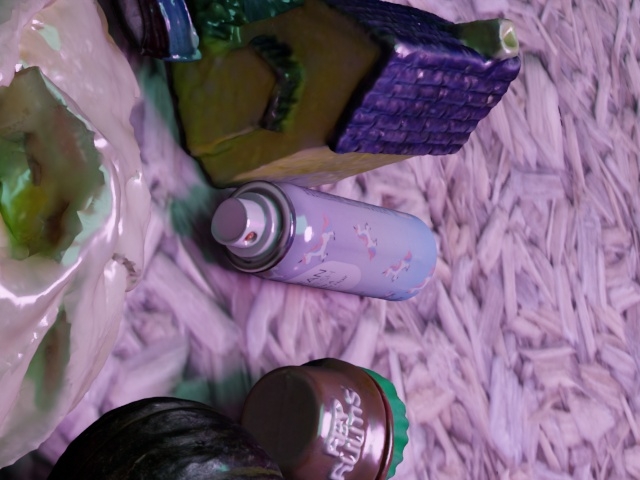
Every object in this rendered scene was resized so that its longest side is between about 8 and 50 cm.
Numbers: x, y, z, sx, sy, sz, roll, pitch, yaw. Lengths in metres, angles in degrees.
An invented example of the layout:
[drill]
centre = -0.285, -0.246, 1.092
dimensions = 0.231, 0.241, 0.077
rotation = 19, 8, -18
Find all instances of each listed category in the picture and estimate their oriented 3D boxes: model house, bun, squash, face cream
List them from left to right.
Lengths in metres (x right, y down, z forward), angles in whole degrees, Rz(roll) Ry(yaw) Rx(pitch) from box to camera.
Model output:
[bun]
centre = -0.214, -0.058, 0.849
dimensions = 0.365, 0.219, 0.365
rotation = 35, 48, -50
[squash]
centre = -0.088, 0.180, 0.969
dimensions = 0.193, 0.156, 0.193
rotation = 175, -90, -84
[face cream]
centre = 0.000, 0.000, 1.278
dimensions = 0.229, 0.075, 0.075
rotation = 12, 68, -53
[model house]
centre = 0.022, -0.139, 1.244
dimensions = 0.194, 0.211, 0.170
rotation = 1, 79, -55

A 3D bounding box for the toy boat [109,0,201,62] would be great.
[toy boat]
centre = -0.119, -0.189, 1.186
dimensions = 0.061, 0.060, 0.137
rotation = -20, 91, -36

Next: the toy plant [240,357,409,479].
[toy plant]
centre = 0.010, 0.153, 1.212
dimensions = 0.200, 0.105, 0.143
rotation = 37, 56, -59
